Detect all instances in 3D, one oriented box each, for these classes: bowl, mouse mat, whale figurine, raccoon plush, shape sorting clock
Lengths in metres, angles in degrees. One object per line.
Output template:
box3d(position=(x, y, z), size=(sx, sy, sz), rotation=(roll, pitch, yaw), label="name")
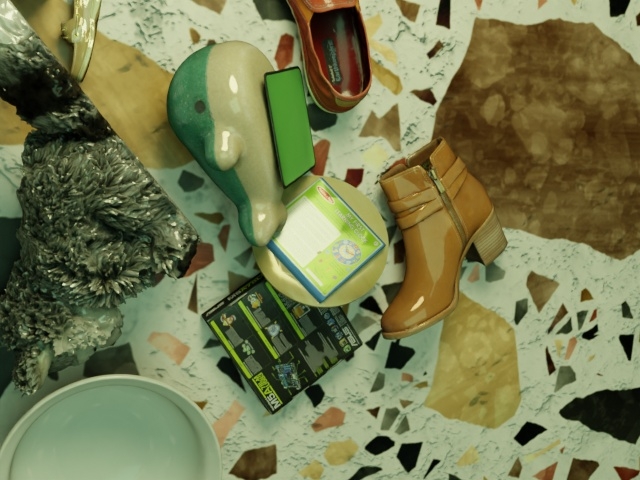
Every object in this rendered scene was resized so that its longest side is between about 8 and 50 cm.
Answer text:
box3d(position=(-0.294, 0.307, 1.092), size=(0.297, 0.134, 0.298), rotation=(-4, 101, -21), label="bowl")
box3d(position=(-0.040, -0.161, 1.098), size=(0.007, 0.190, 0.153), rotation=(-6, 103, 14), label="mouse mat")
box3d(position=(-0.121, -0.127, 1.072), size=(0.141, 0.216, 0.272), rotation=(-7, 107, 17), label="whale figurine")
box3d(position=(-0.361, -0.033, 0.960), size=(0.299, 0.216, 0.446), rotation=(-39, 116, -7), label="raccoon plush")
box3d(position=(0.000, 0.000, 1.169), size=(0.206, 0.040, 0.206), rotation=(3, 72, -8), label="shape sorting clock")

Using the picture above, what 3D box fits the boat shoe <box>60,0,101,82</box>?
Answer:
box3d(position=(-0.315, -0.274, 1.029), size=(0.045, 0.050, 0.135), rotation=(10, 86, -20), label="boat shoe")

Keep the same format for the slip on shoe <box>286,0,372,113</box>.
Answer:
box3d(position=(0.007, -0.343, 1.116), size=(0.123, 0.101, 0.331), rotation=(-17, 104, -16), label="slip on shoe")

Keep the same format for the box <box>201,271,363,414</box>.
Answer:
box3d(position=(-0.054, 0.137, 1.207), size=(0.184, 0.045, 0.191), rotation=(-36, 110, -11), label="box")

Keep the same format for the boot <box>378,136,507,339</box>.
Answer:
box3d(position=(0.155, -0.003, 1.228), size=(0.283, 0.109, 0.220), rotation=(-40, 113, -13), label="boot")
